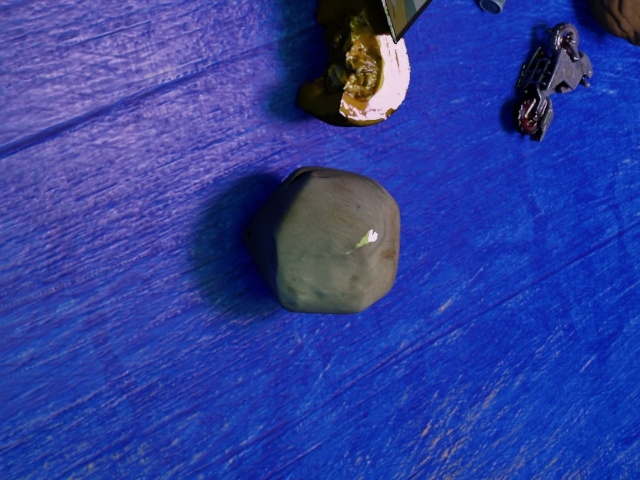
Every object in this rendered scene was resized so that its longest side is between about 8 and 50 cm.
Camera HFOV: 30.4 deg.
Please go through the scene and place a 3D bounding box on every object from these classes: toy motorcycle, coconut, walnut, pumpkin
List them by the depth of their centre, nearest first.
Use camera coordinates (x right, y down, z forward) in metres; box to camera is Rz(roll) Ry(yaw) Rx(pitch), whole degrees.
[{"bbox_3d":[0.000,0.000,1.638,0.224,0.224,0.224,-7,100,-42],"label":"coconut"},{"bbox_3d":[0.059,-0.281,1.693,0.126,0.131,0.248,12,92,-34],"label":"pumpkin"},{"bbox_3d":[0.402,-0.268,2.044,0.122,0.080,0.215,34,78,-37],"label":"toy motorcycle"},{"bbox_3d":[0.584,-0.459,2.103,0.228,0.228,0.228,-7,100,-42],"label":"walnut"}]

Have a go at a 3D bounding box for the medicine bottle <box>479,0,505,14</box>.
[{"bbox_3d":[0.326,-0.471,1.959,0.090,0.053,0.209,42,68,-38],"label":"medicine bottle"}]

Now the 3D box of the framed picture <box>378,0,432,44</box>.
[{"bbox_3d":[0.113,-0.445,1.694,0.324,0.013,0.244,-55,131,-57],"label":"framed picture"}]
